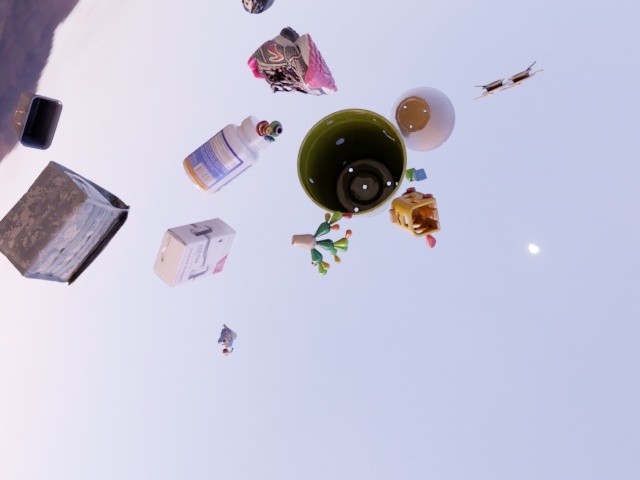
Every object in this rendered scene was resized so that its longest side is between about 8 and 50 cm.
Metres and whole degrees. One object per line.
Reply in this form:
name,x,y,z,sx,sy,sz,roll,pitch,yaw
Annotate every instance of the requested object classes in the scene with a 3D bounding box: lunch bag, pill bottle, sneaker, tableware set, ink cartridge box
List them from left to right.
lunch bag,-0.588,-0.025,1.634,0.235,0.169,0.287,-49,166,1
ink cartridge box,-0.370,0.032,2.046,0.092,0.218,0.158,37,-61,25
pill bottle,-0.293,-0.278,2.212,0.272,0.152,0.152,-35,-145,14
sneaker,-0.136,-0.508,1.381,0.217,0.079,0.121,-29,158,-55
sneaker,-0.055,-0.327,1.337,0.112,0.121,0.299,-33,-153,-4
tableware set,0.561,-0.485,2.083,0.128,0.039,0.194,-33,-167,-29

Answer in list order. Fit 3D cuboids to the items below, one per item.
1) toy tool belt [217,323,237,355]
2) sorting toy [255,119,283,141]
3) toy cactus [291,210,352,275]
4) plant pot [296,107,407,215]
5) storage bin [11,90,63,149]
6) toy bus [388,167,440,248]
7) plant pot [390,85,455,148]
toy tool belt,-0.275,0.284,1.984,0.052,0.051,0.083,-14,-138,24
sorting toy,-0.141,-0.316,2.003,0.042,0.102,0.061,26,-68,41
toy cactus,0.000,0.000,2.113,0.112,0.180,0.219,-110,-146,-50
plant pot,0.135,-0.230,2.429,0.366,0.353,0.366,-2,-100,11
storage bin,-0.725,-0.308,1.732,0.091,0.098,0.135,29,-76,36
toy bus,0.236,-0.076,1.849,0.202,0.104,0.191,100,-30,-59
plant pot,0.341,-0.432,2.406,0.237,0.237,0.254,-46,173,15
